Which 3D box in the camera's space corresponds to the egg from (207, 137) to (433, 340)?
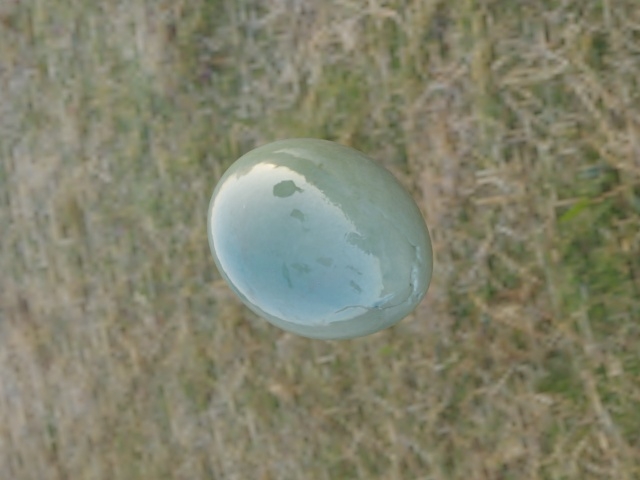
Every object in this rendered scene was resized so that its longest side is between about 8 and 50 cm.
[{"bbox_3d":[0.000,0.000,0.941,0.152,0.114,0.114,31,125,41],"label":"egg"}]
